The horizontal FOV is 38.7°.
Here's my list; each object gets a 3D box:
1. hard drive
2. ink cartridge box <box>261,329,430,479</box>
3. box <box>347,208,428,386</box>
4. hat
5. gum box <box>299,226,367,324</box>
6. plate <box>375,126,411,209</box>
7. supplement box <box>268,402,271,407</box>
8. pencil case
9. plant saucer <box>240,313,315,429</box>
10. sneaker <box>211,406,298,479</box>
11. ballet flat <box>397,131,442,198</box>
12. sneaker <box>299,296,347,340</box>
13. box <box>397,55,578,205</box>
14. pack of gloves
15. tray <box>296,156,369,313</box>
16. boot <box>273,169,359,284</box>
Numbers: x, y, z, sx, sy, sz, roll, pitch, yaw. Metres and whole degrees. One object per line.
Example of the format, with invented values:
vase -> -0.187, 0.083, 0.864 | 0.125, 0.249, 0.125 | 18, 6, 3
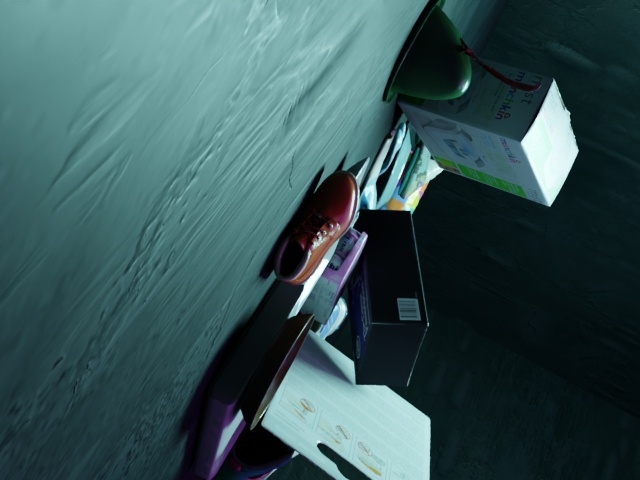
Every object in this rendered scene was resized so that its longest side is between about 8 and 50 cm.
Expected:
hard drive -> -0.106, 0.202, 1.286 | 0.203, 0.040, 0.307 | -58, 173, -33
ink cartridge box -> 0.037, 0.324, 1.511 | 0.091, 0.308, 0.385 | -51, -175, 19
box -> 0.112, 0.099, 1.615 | 0.184, 0.103, 0.261 | 96, -7, -47
hat -> 0.207, -0.228, 1.291 | 0.208, 0.184, 0.173 | -54, 170, -53
gum box -> 0.018, 0.055, 1.557 | 0.107, 0.062, 0.188 | -60, 174, -27
plate -> 0.148, -0.138, 1.836 | 0.188, 0.024, 0.188 | -157, -90, -88
supplement box -> -0.101, 0.349, 1.891 | 0.098, 0.062, 0.036 | -61, 173, 3
pencil case -> 0.158, -0.083, 1.956 | 0.236, 0.104, 0.104 | -61, 174, 2
plant saucer -> -0.059, 0.162, 1.169 | 0.168, 0.029, 0.168 | -61, 175, -10
sneaker -> -0.076, 0.341, 1.686 | 0.295, 0.124, 0.178 | -42, 169, -32
ballet flat -> 0.220, -0.184, 1.866 | 0.077, 0.079, 0.221 | 141, -36, -76
sneaker -> -0.034, 0.190, 1.768 | 0.081, 0.080, 0.211 | 7, 116, -56
box -> 0.291, -0.194, 1.544 | 0.126, 0.231, 0.262 | -61, 150, -8
pack of gloves -> 0.114, -0.106, 1.727 | 0.232, 0.046, 0.195 | -64, 173, 24
tray -> 0.000, 0.000, 1.321 | 0.145, 0.030, 0.270 | -59, 173, -34
boot -> -0.005, -0.015, 1.097 | 0.158, 0.059, 0.084 | -61, 169, 4
